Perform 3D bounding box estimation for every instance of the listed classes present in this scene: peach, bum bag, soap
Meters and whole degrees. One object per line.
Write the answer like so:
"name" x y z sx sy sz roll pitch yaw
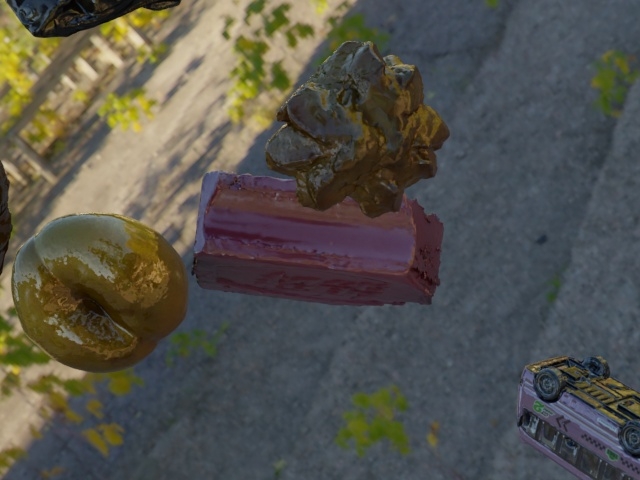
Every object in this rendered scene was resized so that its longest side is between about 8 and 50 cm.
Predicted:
"peach" -0.315 0.071 1.553 0.251 0.251 0.153 -35 31 14
"bum bag" -0.142 -0.236 0.890 0.248 0.102 0.069 -18 -7 -27
"soap" 0.000 0.000 1.095 0.162 0.250 0.099 101 175 -73

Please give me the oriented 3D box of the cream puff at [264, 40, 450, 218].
"cream puff" 0.025 -0.070 0.704 0.122 0.116 0.094 1 8 -6

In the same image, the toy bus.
"toy bus" 0.298 0.200 1.132 0.199 0.096 0.108 31 119 44

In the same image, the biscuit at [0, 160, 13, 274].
"biscuit" -0.344 0.035 0.828 0.078 0.335 0.329 25 44 13
